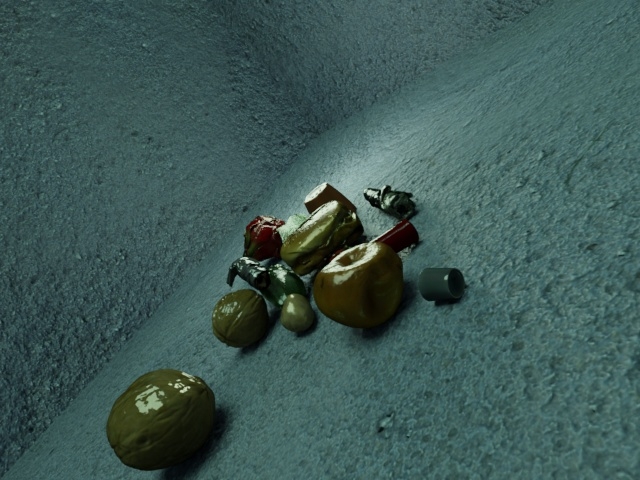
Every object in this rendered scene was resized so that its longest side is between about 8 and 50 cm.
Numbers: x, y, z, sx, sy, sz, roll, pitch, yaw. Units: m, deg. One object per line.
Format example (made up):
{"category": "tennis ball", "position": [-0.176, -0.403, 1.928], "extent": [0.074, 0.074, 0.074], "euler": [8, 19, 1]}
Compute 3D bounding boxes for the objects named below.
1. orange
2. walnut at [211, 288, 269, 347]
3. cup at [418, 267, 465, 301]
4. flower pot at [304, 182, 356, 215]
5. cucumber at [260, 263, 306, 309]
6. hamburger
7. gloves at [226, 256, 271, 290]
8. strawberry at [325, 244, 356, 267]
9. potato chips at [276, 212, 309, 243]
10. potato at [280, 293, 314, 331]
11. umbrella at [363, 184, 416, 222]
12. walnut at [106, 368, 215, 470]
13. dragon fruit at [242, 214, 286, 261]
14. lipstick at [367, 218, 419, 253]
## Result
{"category": "orange", "position": [0.102, 0.122, 1.198], "extent": [0.248, 0.184, 0.249], "euler": [-22, 13, 5]}
{"category": "walnut", "position": [-0.276, 0.269, 1.632], "extent": [0.213, 0.213, 0.213], "euler": [-37, 19, 15]}
{"category": "cup", "position": [0.285, 0.096, 1.062], "extent": [0.100, 0.078, 0.077], "euler": [-17, 4, -40]}
{"category": "flower pot", "position": [0.030, -0.140, 1.953], "extent": [0.190, 0.173, 0.191], "euler": [-37, 16, 13]}
{"category": "cucumber", "position": [-0.136, 0.164, 1.662], "extent": [0.325, 0.145, 0.105], "euler": [-139, 66, -68]}
{"category": "hamburger", "position": [0.005, -0.004, 1.641], "extent": [0.304, 0.174, 0.284], "euler": [-44, 9, -6]}
{"category": "gloves", "position": [-0.255, 0.118, 1.661], "extent": [0.285, 0.142, 0.119], "euler": [-3, 71, 53]}
{"category": "strawberry", "position": [0.074, 0.102, 1.458], "extent": [0.187, 0.082, 0.146], "euler": [-51, 21, -7]}
{"category": "potato chips", "position": [-0.120, -0.034, 2.059], "extent": [0.228, 0.167, 0.059], "euler": [-52, -21, -39]}
{"category": "potato", "position": [-0.072, 0.228, 1.439], "extent": [0.112, 0.112, 0.147], "euler": [-39, 15, 10]}
{"category": "umbrella", "position": [0.233, -0.154, 1.662], "extent": [0.106, 0.113, 0.358], "euler": [-63, 17, 7]}
{"category": "walnut", "position": [-0.443, 0.504, 1.318], "extent": [0.312, 0.277, 0.252], "euler": [-33, 51, 12]}
{"category": "dragon fruit", "position": [-0.259, 0.010, 2.155], "extent": [0.233, 0.234, 0.293], "euler": [-20, 33, 48]}
{"category": "lipstick", "position": [0.172, 0.028, 1.358], "extent": [0.241, 0.080, 0.080], "euler": [-31, 17, -5]}
